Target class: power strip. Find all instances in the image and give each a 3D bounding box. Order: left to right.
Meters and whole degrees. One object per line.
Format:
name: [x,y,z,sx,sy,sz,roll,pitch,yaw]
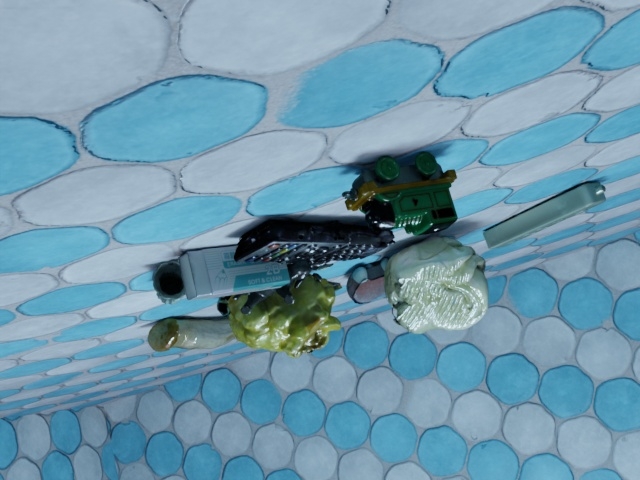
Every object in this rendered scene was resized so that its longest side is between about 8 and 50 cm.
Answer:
power strip: [0.607,-0.065,2.008,0.091,0.062,0.385,-10,166,-38]

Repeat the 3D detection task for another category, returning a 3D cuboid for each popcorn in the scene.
popcorn: [-0.088,0.180,1.870,0.286,0.252,0.215,-18,129,-28]

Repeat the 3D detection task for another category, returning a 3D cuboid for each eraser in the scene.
eraser: [-0.172,0.060,1.519,0.225,0.096,0.052,-6,168,-37]

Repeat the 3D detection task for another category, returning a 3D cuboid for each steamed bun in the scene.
steamed bun: [0.315,0.104,2.021,0.280,0.207,0.268,-14,124,13]

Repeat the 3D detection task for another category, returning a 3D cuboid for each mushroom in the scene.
mushroom: [-0.365,0.275,2.200,0.123,0.095,0.351,-42,159,23]

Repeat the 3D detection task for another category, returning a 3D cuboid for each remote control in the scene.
remote control: [0.000,0.000,1.548,0.144,0.062,0.398,-27,161,37]

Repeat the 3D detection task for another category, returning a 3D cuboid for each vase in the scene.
vase: [-0.312,0.095,1.550,0.081,0.081,0.149,-13,170,-15]

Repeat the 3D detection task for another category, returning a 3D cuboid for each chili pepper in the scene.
chili pepper: [-0.180,0.165,2.041,0.088,0.059,0.227,-30,164,32]

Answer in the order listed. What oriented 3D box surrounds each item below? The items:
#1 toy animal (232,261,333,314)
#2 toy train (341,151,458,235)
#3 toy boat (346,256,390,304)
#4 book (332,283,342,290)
toy animal: [-0.080,0.085,1.699,0.269,0.082,0.137,-21,-159,13]
toy train: [0.145,-0.071,1.266,0.227,0.136,0.091,-12,166,-28]
toy boat: [0.144,0.108,2.183,0.155,0.085,0.227,-22,157,-11]
book: [-0.066,0.181,2.214,0.201,0.026,0.289,-22,175,20]
